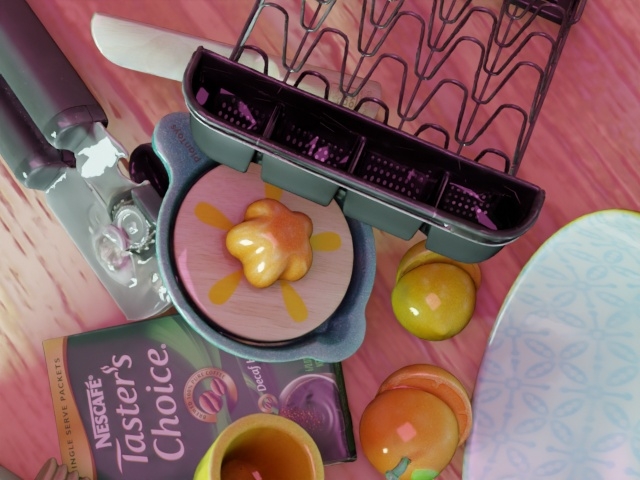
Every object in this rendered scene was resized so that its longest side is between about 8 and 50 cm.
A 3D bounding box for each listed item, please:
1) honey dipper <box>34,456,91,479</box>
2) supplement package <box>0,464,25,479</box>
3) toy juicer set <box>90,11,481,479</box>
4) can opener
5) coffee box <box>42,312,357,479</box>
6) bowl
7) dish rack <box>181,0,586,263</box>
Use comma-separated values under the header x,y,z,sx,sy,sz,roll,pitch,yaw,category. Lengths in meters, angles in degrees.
x,y,z,sx,sy,sz,roll,pitch,yaw,category
-0.104,0.184,1.158,0.161,0.030,0.030,32,91,-15,honey dipper
-0.231,0.240,1.138,0.203,0.149,0.194,31,91,11,supplement package
0.000,0.000,1.109,0.209,0.089,0.329,-8,78,-23,toy juicer set
-0.156,-0.072,1.200,0.076,0.095,0.283,-47,69,33,can opener
-0.076,0.100,1.177,0.184,0.040,0.113,-10,84,9,coffee box
0.211,0.134,1.038,0.156,0.289,0.289,6,86,-22,bowl
0.054,-0.127,1.102,0.208,0.074,0.271,23,61,0,dish rack
